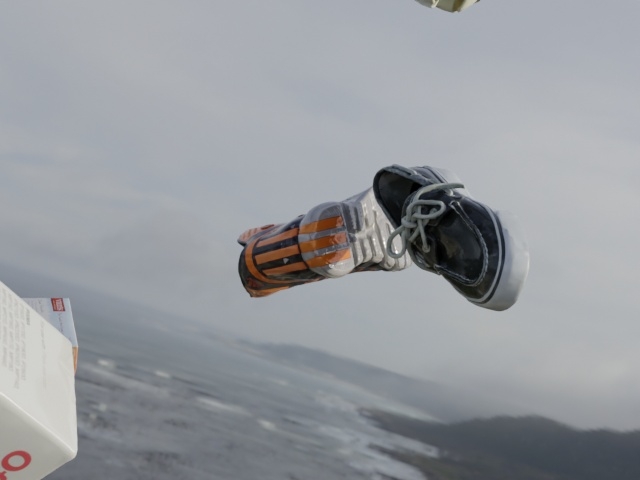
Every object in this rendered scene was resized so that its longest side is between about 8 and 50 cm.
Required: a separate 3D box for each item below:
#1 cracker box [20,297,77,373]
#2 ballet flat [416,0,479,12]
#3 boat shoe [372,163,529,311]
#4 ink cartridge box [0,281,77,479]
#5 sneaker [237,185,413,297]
[{"bbox_3d":[-0.540,0.164,1.674,0.232,0.067,0.156,1,28,-21],"label":"cracker box"},{"bbox_3d":[0.118,-0.259,0.938,0.091,0.077,0.241,25,16,27],"label":"ballet flat"},{"bbox_3d":[0.135,-0.018,1.116,0.105,0.113,0.306,10,25,-19],"label":"boat shoe"},{"bbox_3d":[-0.344,0.081,0.655,0.306,0.226,0.131,51,10,-35],"label":"ink cartridge box"},{"bbox_3d":[0.000,0.000,1.331,0.180,0.125,0.321,-14,-6,32],"label":"sneaker"}]
